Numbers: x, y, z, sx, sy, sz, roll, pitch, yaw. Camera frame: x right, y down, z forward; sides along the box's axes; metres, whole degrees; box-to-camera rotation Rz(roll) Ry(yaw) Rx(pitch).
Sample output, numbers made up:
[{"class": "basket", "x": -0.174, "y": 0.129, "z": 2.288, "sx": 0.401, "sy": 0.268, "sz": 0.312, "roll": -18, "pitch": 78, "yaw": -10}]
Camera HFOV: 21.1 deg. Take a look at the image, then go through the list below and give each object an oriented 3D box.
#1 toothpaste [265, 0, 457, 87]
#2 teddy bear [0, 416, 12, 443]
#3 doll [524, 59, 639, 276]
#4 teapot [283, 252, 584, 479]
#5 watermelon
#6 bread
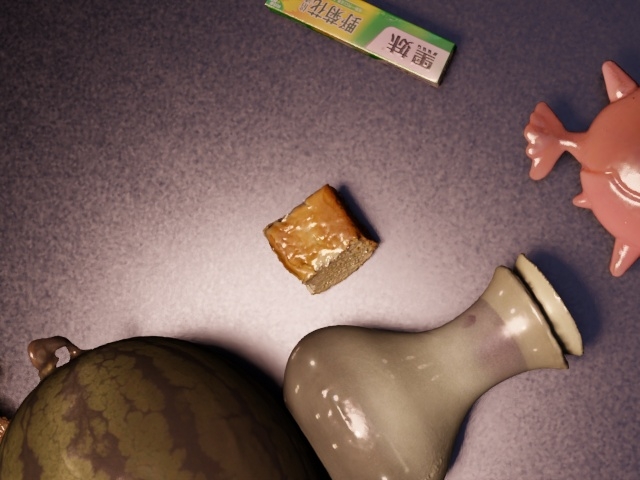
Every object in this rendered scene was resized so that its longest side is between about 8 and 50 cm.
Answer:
[{"class": "toothpaste", "x": 0.037, "y": -0.198, "z": 1.582, "sx": 0.178, "sy": 0.037, "sz": 0.043, "roll": 26, "pitch": 91, "yaw": 7}, {"class": "teddy bear", "x": -0.334, "y": 0.174, "z": 1.603, "sx": 0.160, "sy": 0.078, "sz": 0.119, "roll": 35, "pitch": 97, "yaw": 5}, {"class": "doll", "x": 0.308, "y": -0.064, "z": 1.518, "sx": 0.262, "sy": 0.093, "sz": 0.211, "roll": 8, "pitch": 93, "yaw": 7}, {"class": "teapot", "x": 0.100, "y": 0.121, "z": 1.513, "sx": 0.251, "sy": 0.183, "sz": 0.183, "roll": -31, "pitch": 86, "yaw": -6}, {"class": "watermelon", "x": -0.137, "y": 0.235, "z": 1.477, "sx": 0.279, "sy": 0.279, "sz": 0.359, "roll": -30, "pitch": 84, "yaw": 6}, {"class": "bread", "x": 0.000, "y": -0.001, "z": 1.568, "sx": 0.083, "sy": 0.076, "sz": 0.070, "roll": -36, "pitch": 74, "yaw": 6}]
